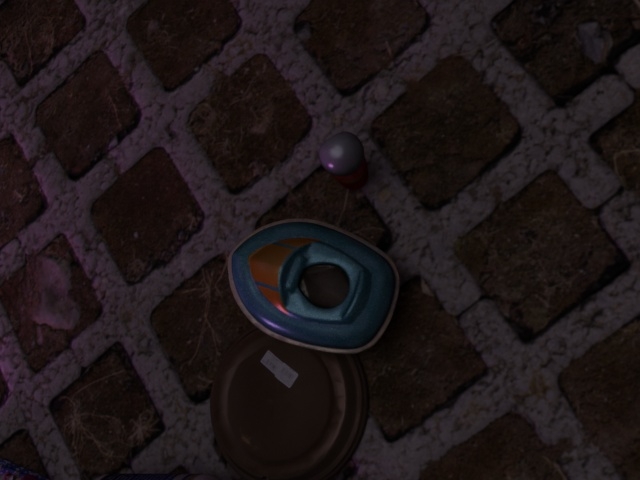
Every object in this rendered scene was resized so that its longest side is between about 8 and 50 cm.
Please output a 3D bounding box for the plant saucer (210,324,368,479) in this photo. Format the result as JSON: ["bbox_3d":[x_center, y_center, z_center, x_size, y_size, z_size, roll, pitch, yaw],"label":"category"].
[{"bbox_3d":[-0.059,0.248,1.582,0.278,0.041,0.277,-7,75,26],"label":"plant saucer"}]

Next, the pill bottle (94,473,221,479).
[{"bbox_3d":[-0.281,0.435,1.576,0.265,0.153,0.153,-4,77,21],"label":"pill bottle"}]

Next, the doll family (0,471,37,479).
[{"bbox_3d":[-0.565,0.501,1.698,0.163,0.118,0.263,-10,78,24],"label":"doll family"}]

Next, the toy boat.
[{"bbox_3d":[0.000,0.000,1.525,0.267,0.148,0.318,14,79,14],"label":"toy boat"}]

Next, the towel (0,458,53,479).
[{"bbox_3d":[-0.514,0.519,1.753,0.336,0.040,0.243,11,85,28],"label":"towel"}]

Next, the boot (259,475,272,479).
[{"bbox_3d":[0.006,0.428,1.351,0.377,0.138,0.284,-37,72,-21],"label":"boot"}]
